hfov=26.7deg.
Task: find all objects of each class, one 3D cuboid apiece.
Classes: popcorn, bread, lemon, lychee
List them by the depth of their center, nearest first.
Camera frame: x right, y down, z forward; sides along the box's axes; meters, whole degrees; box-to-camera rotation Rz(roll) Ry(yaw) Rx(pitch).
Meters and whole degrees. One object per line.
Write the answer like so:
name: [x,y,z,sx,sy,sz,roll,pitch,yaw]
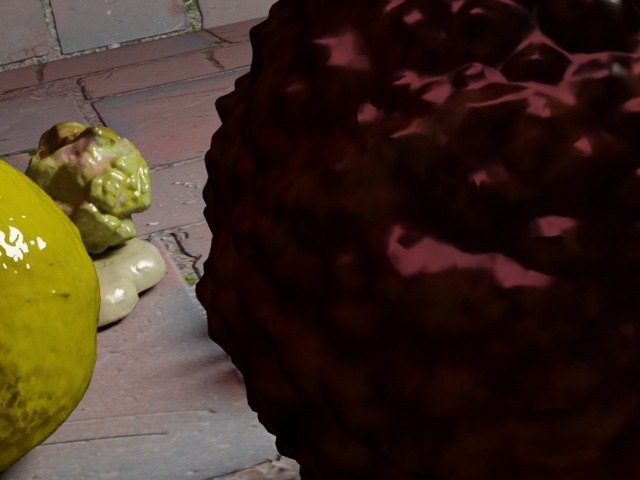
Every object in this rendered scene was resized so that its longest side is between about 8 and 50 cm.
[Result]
lychee: [0.150,-0.013,0.735,0.425,0.424,0.500,-24,0,-38]
lemon: [-0.303,0.056,0.994,0.268,0.268,0.322,5,27,41]
popcorn: [-0.235,-0.055,1.377,0.126,0.126,0.145,-29,36,17]
bread: [-0.313,0.048,1.383,0.316,0.054,0.316,-10,19,3]
